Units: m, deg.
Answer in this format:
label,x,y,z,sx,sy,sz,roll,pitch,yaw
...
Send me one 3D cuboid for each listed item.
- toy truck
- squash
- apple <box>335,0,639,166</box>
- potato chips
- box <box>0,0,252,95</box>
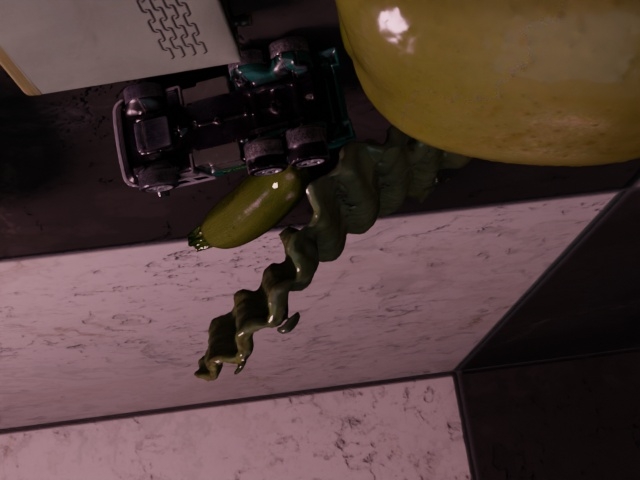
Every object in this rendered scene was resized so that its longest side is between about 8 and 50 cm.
label,x,y,z,sx,sy,sz,roll,pitch,yaw
toy truck,-0.072,-0.103,0.880,0.215,0.110,0.116,-13,172,12
squash,-0.082,-0.038,1.130,0.066,0.066,0.252,3,159,-31
apple,0.130,-0.164,0.531,0.279,0.279,0.279,-7,162,-2
potato chips,0.004,-0.003,1.047,0.373,0.097,0.389,-42,179,-27
box,-0.165,-0.192,0.662,0.210,0.045,0.270,-10,161,4
